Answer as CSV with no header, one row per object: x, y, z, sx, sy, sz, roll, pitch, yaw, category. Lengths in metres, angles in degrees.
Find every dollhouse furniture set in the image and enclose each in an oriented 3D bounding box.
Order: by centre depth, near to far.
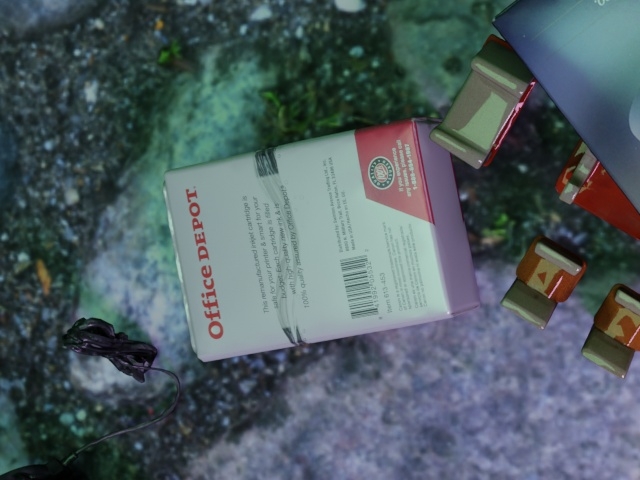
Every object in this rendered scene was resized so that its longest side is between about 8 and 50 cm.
0.228,-0.065,1.501,0.259,0.135,0.262,31,107,6,dollhouse furniture set

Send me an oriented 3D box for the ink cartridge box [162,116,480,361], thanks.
0.000,0.000,1.590,0.237,0.100,0.172,-11,89,20,ink cartridge box

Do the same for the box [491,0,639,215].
0.334,-0.132,1.267,0.296,0.183,0.294,-38,87,20,box

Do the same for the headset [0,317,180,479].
-0.234,0.271,1.641,0.243,0.185,0.394,13,77,28,headset
